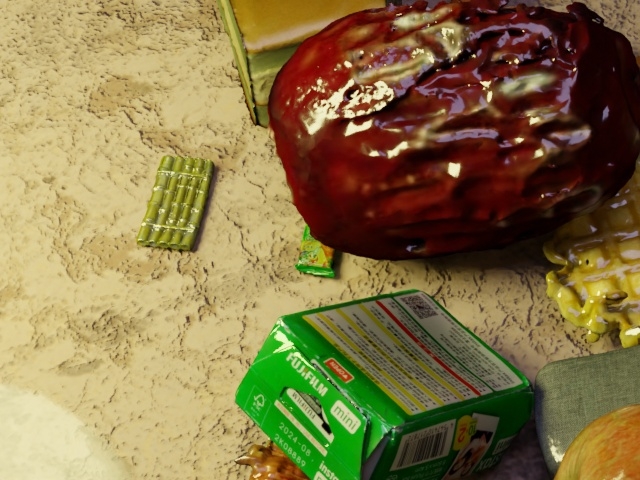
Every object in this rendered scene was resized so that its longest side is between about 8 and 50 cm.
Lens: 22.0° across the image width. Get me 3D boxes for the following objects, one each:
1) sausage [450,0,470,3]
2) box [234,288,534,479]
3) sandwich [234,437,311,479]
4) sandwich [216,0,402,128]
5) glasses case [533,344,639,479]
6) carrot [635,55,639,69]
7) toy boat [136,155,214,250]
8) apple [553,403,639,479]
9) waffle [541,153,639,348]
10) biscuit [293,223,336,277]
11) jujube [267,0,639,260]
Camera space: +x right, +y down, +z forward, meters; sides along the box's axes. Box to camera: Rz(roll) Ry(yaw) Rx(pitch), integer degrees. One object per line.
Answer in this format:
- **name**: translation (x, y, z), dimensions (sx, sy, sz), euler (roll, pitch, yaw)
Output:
- **sausage**: translation (0.180, -0.281, 1.858), dimensions (0.065, 0.065, 0.169), euler (7, 57, 11)
- **box**: translation (0.064, 0.141, 1.499), dimensions (0.180, 0.103, 0.250), euler (43, 29, 28)
- **sandwich**: translation (-0.009, 0.308, 1.424), dimensions (0.250, 0.162, 0.301), euler (30, 29, 14)
- **sandwich**: translation (-0.009, -0.264, 1.815), dimensions (0.198, 0.155, 0.227), euler (-15, 56, -6)
- **glasses case**: translation (0.359, 0.149, 1.509), dimensions (0.323, 0.074, 0.131), euler (-12, 50, 14)
- **carrot**: translation (0.324, -0.183, 1.798), dimensions (0.093, 0.032, 0.032), euler (-15, 56, -7)
- **toy boat**: translation (-0.154, -0.040, 1.762), dimensions (0.063, 0.016, 0.115), euler (6, 58, 11)
- **apple**: translation (0.309, 0.292, 1.345), dimensions (0.250, 0.277, 0.309), euler (8, 82, -3)
- **waffle**: translation (0.365, 0.005, 1.648), dimensions (0.262, 0.060, 0.280), euler (26, 59, 24)
- **biscuit**: translation (0.000, 0.000, 1.718), dimensions (0.046, 0.016, 0.089), euler (6, 57, 10)
- **jujube**: translation (0.124, -0.111, 1.629), dimensions (0.377, 0.258, 0.258), euler (-4, 54, 25)
